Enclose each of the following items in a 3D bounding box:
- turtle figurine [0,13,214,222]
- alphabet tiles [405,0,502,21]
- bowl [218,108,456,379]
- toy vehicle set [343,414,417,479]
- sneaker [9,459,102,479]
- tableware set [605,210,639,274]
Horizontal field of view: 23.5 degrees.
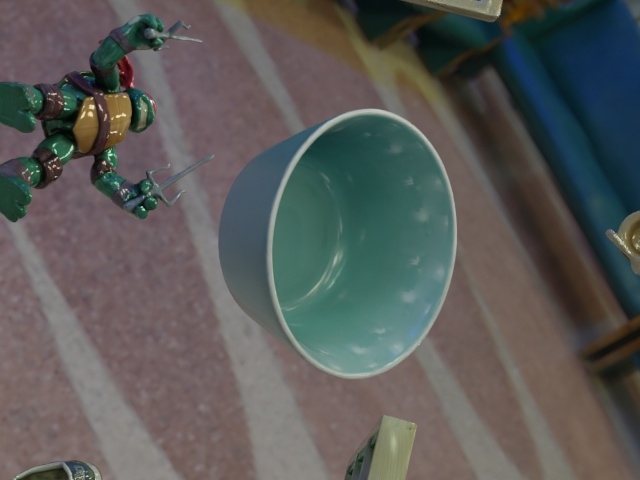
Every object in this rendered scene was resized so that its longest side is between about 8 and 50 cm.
[{"bbox_3d":[-0.191,-0.101,1.331,0.234,0.118,0.175,-24,109,-51],"label":"turtle figurine"},{"bbox_3d":[0.035,-0.281,0.789,0.011,0.285,0.342,112,-9,-70],"label":"alphabet tiles"},{"bbox_3d":[0.000,0.000,1.812,0.311,0.163,0.311,-5,98,-44],"label":"bowl"},{"bbox_3d":[0.043,0.287,1.573,0.267,0.035,0.166,110,-5,-71],"label":"toy vehicle set"},{"bbox_3d":[-0.338,0.287,1.681,0.086,0.192,0.064,66,1,-75],"label":"sneaker"},{"bbox_3d":[0.369,0.005,1.491,0.141,0.168,0.020,54,5,18],"label":"tableware set"}]
